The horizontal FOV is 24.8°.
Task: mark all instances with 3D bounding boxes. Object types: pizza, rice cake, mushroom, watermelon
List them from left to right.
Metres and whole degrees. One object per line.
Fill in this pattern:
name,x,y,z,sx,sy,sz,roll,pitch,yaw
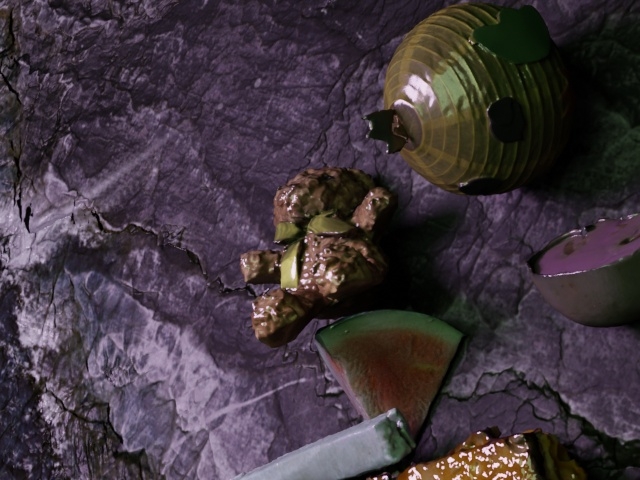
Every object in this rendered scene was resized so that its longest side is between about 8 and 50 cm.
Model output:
rice cake,-0.009,0.303,1.937,0.336,0.063,0.066,-28,83,42
watermelon,0.100,0.170,1.937,0.207,0.136,0.202,-10,107,13
pizza,0.205,0.348,1.720,0.409,0.114,0.277,17,87,44
mushroom,0.338,0.042,1.713,0.188,0.141,0.117,-5,105,47

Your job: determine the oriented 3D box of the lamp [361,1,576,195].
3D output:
lamp,0.177,-0.172,1.819,0.250,0.284,0.250,36,136,46

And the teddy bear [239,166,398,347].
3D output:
teddy bear,-0.004,-0.001,1.957,0.246,0.296,0.222,-32,79,19
